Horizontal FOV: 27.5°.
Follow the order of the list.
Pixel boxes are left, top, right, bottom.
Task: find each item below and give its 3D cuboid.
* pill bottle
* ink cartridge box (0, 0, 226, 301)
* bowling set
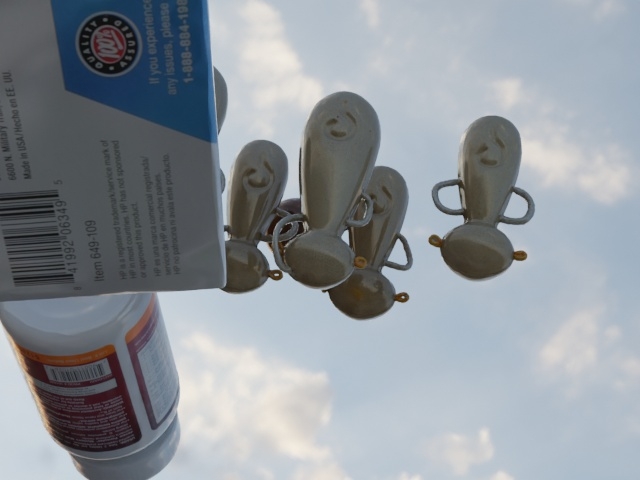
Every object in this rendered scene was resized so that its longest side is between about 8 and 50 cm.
[{"bbox_3d":[-0.180,0.102,1.064,0.121,0.121,0.221,18,-37,19],"label":"pill bottle"},{"bbox_3d":[-0.187,-0.102,0.616,0.270,0.197,0.198,-4,-45,-4],"label":"ink cartridge box"},{"bbox_3d":[0.000,0.000,0.949,0.287,0.154,0.200,10,-32,3],"label":"bowling set"}]
